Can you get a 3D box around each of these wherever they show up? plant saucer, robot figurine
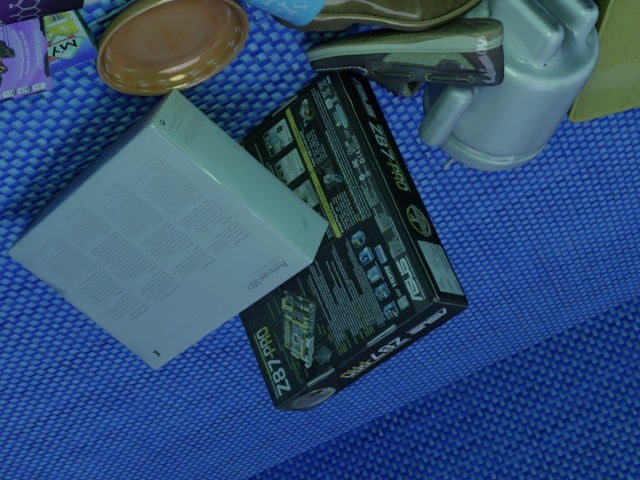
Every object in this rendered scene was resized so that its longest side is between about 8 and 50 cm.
[{"bbox_3d":[-0.188,-0.254,1.690,0.200,0.037,0.200,-19,156,-9],"label":"plant saucer"},{"bbox_3d":[0.265,-0.233,1.915,0.300,0.200,0.353,-29,160,-29],"label":"robot figurine"},{"bbox_3d":[0.518,-0.347,1.972,0.333,0.081,0.333,-15,143,-22],"label":"plant saucer"}]

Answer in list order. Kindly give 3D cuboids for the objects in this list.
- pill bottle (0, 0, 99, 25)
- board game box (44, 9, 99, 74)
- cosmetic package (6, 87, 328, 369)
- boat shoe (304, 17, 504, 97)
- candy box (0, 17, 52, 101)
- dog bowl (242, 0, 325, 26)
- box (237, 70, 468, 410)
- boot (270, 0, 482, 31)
[{"bbox_3d":[-0.325,-0.299,1.311,0.323,0.181,0.181,-16,155,-14],"label":"pill bottle"},{"bbox_3d":[-0.435,-0.222,1.540,0.317,0.046,0.213,-22,155,0],"label":"board game box"},{"bbox_3d":[-0.217,-0.003,1.876,0.284,0.097,0.377,43,131,-15],"label":"cosmetic package"},{"bbox_3d":[0.110,-0.233,1.778,0.285,0.092,0.103,-2,-161,29],"label":"boat shoe"},{"bbox_3d":[-0.397,-0.211,1.453,0.196,0.070,0.165,-16,154,-15],"label":"candy box"},{"bbox_3d":[-0.016,-0.366,1.473,0.074,0.166,0.297,6,145,-26],"label":"dog bowl"},{"bbox_3d":[0.000,0.000,1.933,0.318,0.395,0.097,-36,153,27],"label":"box"},{"bbox_3d":[0.087,-0.336,1.688,0.305,0.112,0.115,-9,139,-25],"label":"boot"}]
